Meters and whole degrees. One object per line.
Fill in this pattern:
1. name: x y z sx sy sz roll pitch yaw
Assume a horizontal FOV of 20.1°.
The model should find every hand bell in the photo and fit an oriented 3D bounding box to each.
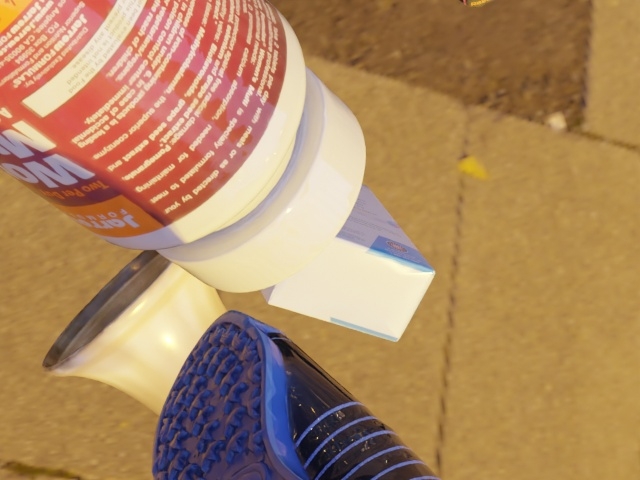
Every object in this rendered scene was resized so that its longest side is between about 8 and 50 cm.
1. hand bell: -0.034 0.114 1.068 0.242 0.126 0.126 46 60 -12

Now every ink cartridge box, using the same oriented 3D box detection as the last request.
1. ink cartridge box: 0.000 0.000 1.050 0.088 0.122 0.052 18 109 -26

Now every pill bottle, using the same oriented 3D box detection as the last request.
1. pill bottle: -0.082 -0.071 0.714 0.221 0.121 0.121 40 61 -44

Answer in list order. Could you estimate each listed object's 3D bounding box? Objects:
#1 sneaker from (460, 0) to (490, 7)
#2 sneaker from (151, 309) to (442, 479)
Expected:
1. sneaker: 0.120 -0.186 1.191 0.072 0.178 0.077 60 40 -64
2. sneaker: 0.006 0.103 0.649 0.090 0.232 0.081 29 101 -26
